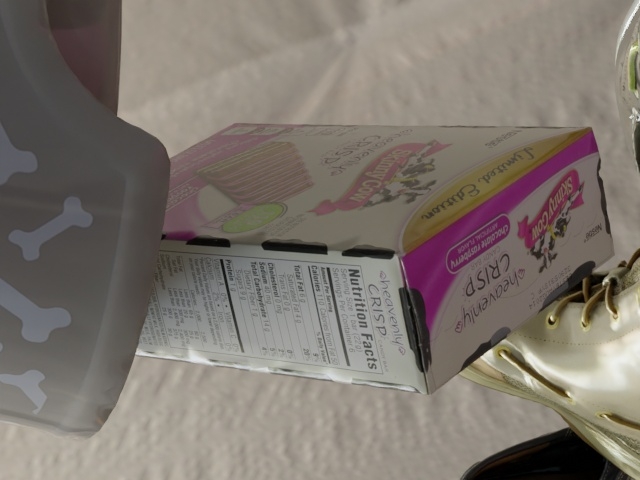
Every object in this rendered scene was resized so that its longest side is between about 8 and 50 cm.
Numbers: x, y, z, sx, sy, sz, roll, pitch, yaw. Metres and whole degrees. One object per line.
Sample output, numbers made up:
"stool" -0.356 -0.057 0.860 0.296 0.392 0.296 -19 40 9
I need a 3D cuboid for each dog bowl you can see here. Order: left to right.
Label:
"dog bowl" -0.156 -0.083 0.835 0.349 0.102 0.348 -179 -90 -71

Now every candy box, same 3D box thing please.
"candy box" 0.000 0.000 0.892 0.233 0.159 0.071 4 -65 40

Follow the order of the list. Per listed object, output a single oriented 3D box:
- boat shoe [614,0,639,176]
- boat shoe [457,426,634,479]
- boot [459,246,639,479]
"boat shoe" 0.211 -0.092 0.976 0.109 0.305 0.091 10 -121 8
"boat shoe" 0.194 0.150 1.160 0.233 0.079 0.084 -13 -124 -3
"boot" 0.160 0.030 1.057 0.262 0.203 0.095 36 -120 7
